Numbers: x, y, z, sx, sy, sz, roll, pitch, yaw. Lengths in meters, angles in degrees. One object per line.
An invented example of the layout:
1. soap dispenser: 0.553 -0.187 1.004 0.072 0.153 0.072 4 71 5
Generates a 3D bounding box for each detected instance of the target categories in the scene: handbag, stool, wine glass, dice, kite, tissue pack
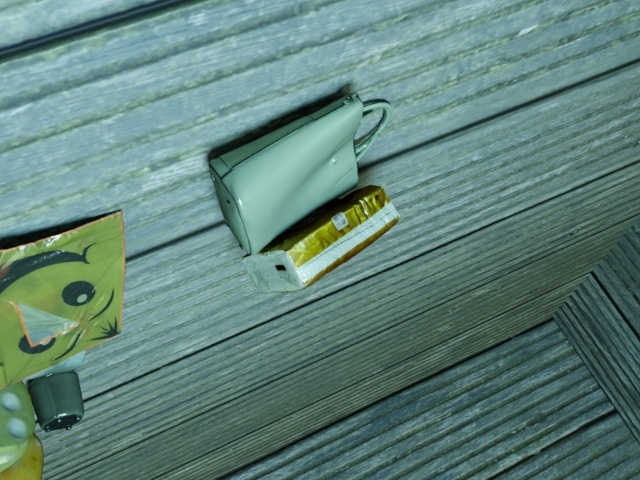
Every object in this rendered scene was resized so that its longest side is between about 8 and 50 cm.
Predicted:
1. handbag: -0.007 -0.111 1.039 0.316 0.109 0.241 -27 157 -12
2. stool: -0.509 0.309 1.308 0.096 0.110 0.096 -20 156 -9
3. wine glass: -0.492 0.178 1.081 0.103 0.103 0.222 -41 153 26
4. dice: -0.608 0.311 1.138 0.169 0.169 0.166 -34 156 14
5. kite: -0.403 0.107 1.013 0.377 0.013 0.327 -49 149 -1
6. tissue pack: 0.000 0.000 1.143 0.226 0.091 0.183 -37 -166 -28

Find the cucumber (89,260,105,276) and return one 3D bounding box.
1. cucumber: -0.406 0.074 1.048 0.168 0.039 0.039 -35 155 4

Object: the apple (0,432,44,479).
1. apple: -0.666 0.458 1.303 0.241 0.242 0.242 -43 152 28
